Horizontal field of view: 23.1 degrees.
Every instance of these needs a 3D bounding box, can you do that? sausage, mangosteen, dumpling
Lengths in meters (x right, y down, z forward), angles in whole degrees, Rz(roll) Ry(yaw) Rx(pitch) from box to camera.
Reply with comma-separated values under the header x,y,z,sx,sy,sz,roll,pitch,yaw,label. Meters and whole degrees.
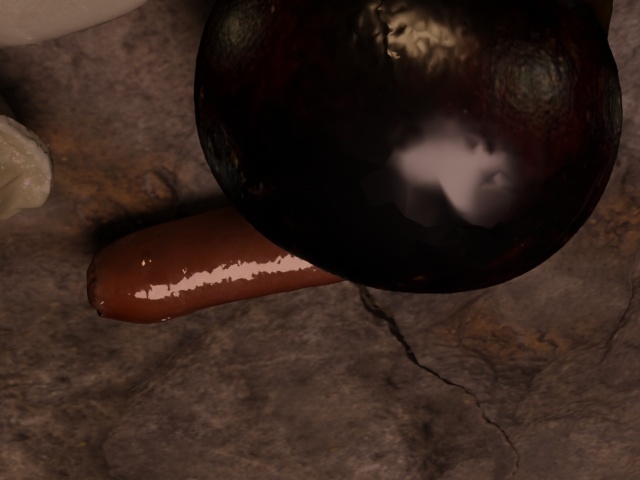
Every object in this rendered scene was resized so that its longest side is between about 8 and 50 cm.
x,y,z,sx,sy,sz,roll,pitch,yaw,label
0.000,0.000,1.390,0.419,0.094,0.094,-11,109,-4,sausage
0.064,-0.118,1.127,0.330,0.330,0.330,-8,138,-7,mangosteen
-0.280,-0.056,1.237,0.136,0.118,0.199,11,161,-39,dumpling

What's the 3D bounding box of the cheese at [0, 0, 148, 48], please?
x,y,z,sx,sy,sz,roll,pitch,yaw,label
-0.196,-0.227,1.032,0.198,0.154,0.189,-20,156,0,cheese
